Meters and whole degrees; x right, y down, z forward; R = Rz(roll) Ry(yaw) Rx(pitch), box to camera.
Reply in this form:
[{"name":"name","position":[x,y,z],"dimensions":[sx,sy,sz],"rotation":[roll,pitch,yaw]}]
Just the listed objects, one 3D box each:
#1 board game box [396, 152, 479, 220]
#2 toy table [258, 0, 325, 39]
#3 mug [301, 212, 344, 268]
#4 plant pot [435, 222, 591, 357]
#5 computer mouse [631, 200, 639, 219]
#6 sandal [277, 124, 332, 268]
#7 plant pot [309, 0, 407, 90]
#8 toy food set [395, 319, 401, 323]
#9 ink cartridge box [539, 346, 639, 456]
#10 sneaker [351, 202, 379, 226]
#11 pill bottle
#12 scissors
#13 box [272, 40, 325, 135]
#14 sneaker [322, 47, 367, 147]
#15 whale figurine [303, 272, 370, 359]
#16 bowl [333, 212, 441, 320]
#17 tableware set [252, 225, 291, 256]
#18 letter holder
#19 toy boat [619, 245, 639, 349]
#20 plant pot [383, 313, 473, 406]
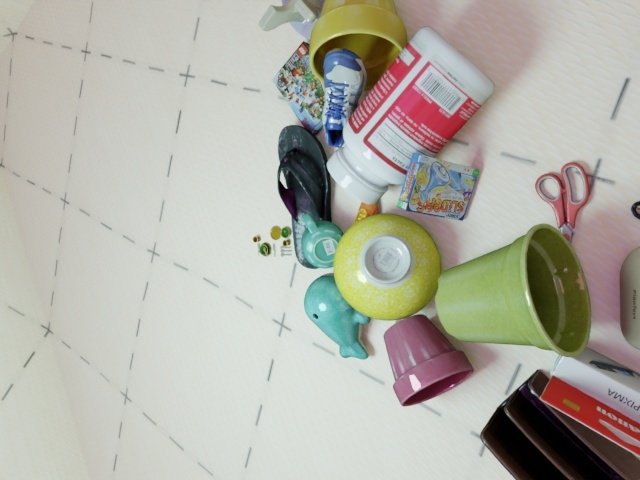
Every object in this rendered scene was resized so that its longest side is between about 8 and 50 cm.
[{"name":"board game box","position":[0.289,-0.127,1.130],"dimensions":[0.035,0.201,0.136],"rotation":[34,114,54]},{"name":"toy table","position":[-0.059,-0.703,1.348],"dimensions":[0.274,0.161,0.252],"rotation":[43,115,23]},{"name":"mug","position":[0.000,0.009,1.323],"dimensions":[0.158,0.097,0.129],"rotation":[23,101,-12]},{"name":"plant pot","position":[0.412,0.128,1.040],"dimensions":[0.254,0.276,0.276],"rotation":[-22,81,48]},{"name":"computer mouse","position":[0.757,-0.064,0.913],"dimensions":[0.242,0.041,0.071],"rotation":[-3,92,35]},{"name":"sandal","position":[-0.051,-0.131,1.393],"dimensions":[0.168,0.107,0.445],"rotation":[-9,93,34]},{"name":"plant pot","position":[0.098,-0.563,1.215],"dimensions":[0.254,0.254,0.239],"rotation":[-9,72,34]},{"name":"toy food set","position":[0.160,0.158,1.326],"dimensions":[0.192,0.038,0.132],"rotation":[19,121,35]},{"name":"ink cartridge box","position":[0.607,0.322,0.905],"dimensions":[0.296,0.261,0.066],"rotation":[28,109,29]},{"name":"sneaker","position":[0.123,-0.049,1.323],"dimensions":[0.064,0.067,0.175],"rotation":[16,100,34]},{"name":"pill bottle","position":[0.205,-0.291,1.156],"dimensions":[0.407,0.229,0.229],"rotation":[-48,68,26]},{"name":"scissors","position":[0.568,-0.026,1.053],"dimensions":[0.109,0.021,0.297],"rotation":[-13,85,34]},{"name":"box","position":[-0.033,-0.462,1.414],"dimensions":[0.159,0.044,0.233],"rotation":[-42,71,29]},{"name":"sneaker","position":[0.057,-0.360,1.220],"dimensions":[0.112,0.296,0.131],"rotation":[10,67,10]},{"name":"whale figurine","position":[0.046,0.232,1.334],"dimensions":[0.216,0.141,0.272],"rotation":[-7,105,44]},{"name":"bowl","position":[0.169,0.057,1.177],"dimensions":[0.290,0.156,0.289],"rotation":[-1,80,7]},{"name":"tableware set","position":[-0.162,0.004,1.543],"dimensions":[0.154,0.024,0.104],"rotation":[-1,92,34]},{"name":"letter holder","position":[0.524,0.466,0.998],"dimensions":[0.302,0.214,0.152],"rotation":[45,116,24]},{"name":"toy boat","position":[0.703,0.116,0.922],"dimensions":[0.151,0.151,0.231],"rotation":[-2,93,4]},{"name":"plant pot","position":[0.257,0.299,1.193],"dimensions":[0.201,0.201,0.180],"rotation":[-45,54,27]}]
